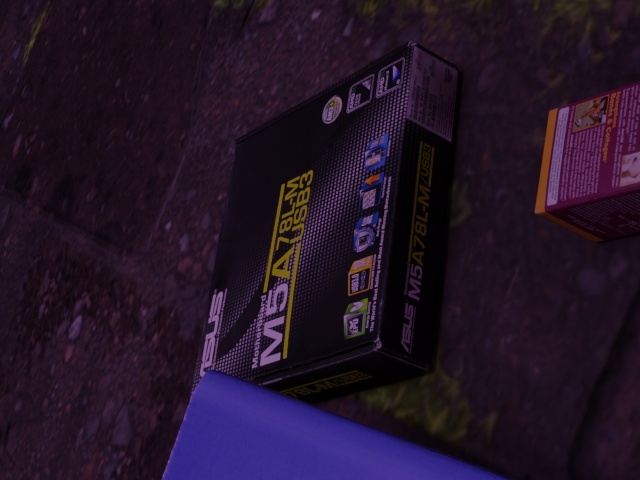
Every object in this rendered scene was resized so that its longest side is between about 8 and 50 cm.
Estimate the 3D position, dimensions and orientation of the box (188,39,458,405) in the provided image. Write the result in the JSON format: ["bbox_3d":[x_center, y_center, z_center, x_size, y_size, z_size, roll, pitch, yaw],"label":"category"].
[{"bbox_3d":[0.000,0.000,0.766,0.184,0.045,0.191,-20,54,48],"label":"box"}]

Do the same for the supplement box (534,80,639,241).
[{"bbox_3d":[0.141,-0.036,0.574,0.083,0.043,0.055,-14,59,54],"label":"supplement box"}]

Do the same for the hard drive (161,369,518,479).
[{"bbox_3d":[0.033,0.191,0.516,0.318,0.040,0.210,14,82,43],"label":"hard drive"}]
